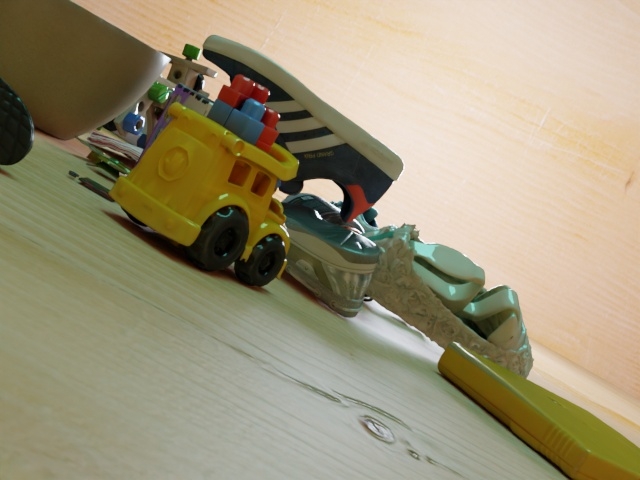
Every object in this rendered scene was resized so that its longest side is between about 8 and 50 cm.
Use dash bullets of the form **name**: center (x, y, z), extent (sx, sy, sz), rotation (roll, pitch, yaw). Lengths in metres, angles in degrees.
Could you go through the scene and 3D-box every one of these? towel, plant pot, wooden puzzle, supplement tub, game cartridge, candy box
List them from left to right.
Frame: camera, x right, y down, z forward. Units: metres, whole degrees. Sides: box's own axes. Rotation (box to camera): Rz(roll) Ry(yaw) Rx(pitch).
- **plant pot**: center (-0.397, -0.265, 1.751), extent (0.284, 0.191, 0.284), rotation (29, 3, -2)
- **wooden puzzle**: center (-0.271, -0.063, 1.409), extent (0.083, 0.006, 0.049), rotation (30, 3, -1)
- **towel**: center (-0.299, -0.138, 1.998), extent (0.144, 0.029, 0.197), rotation (21, 0, 21)
- **candy box**: center (-0.195, -0.131, 1.686), extent (0.070, 0.165, 0.196), rotation (26, 5, -25)
- **supplement tub**: center (0.000, 0.000, 1.819), extent (0.117, 0.117, 0.190), rotation (28, 4, -27)
- **game cartridge**: center (0.330, 0.257, 1.464), extent (0.285, 0.052, 0.324), rotation (28, 6, -28)

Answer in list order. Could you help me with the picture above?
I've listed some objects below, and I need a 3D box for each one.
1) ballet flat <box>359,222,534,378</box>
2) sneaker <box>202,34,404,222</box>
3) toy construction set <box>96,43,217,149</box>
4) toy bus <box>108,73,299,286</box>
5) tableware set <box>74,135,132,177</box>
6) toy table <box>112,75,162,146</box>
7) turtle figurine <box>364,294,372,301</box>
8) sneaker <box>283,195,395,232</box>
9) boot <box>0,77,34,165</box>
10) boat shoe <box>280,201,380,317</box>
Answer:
- **ballet flat**: center (0.213, 0.099, 1.717), extent (0.409, 0.147, 0.147), rotation (32, 2, -32)
- **sneaker**: center (-0.050, -0.156, 1.690), extent (0.350, 0.148, 0.131), rotation (36, 4, -9)
- **toy construction set**: center (-0.290, -0.278, 2.191), extent (0.257, 0.237, 0.309), rotation (31, -5, -40)
- **toy bus**: center (-0.101, -0.075, 1.329), extent (0.149, 0.211, 0.220), rotation (30, 2, 33)
- **tableware set**: center (-0.294, -0.100, 1.647), extent (0.104, 0.024, 0.154), rotation (31, 1, -39)
- **toy table**: center (-0.357, -0.275, 2.497), extent (0.274, 0.161, 0.252), rotation (32, 4, 19)
- **turtle figurine**: center (0.102, 0.069, 1.916), extent (0.217, 0.087, 0.269), rotation (36, -8, -24)
- **sneaker**: center (0.046, -0.028, 2.149), extent (0.283, 0.122, 0.110), rotation (33, 4, 33)
- **boot**: center (-0.382, -0.152, 1.231), extent (0.246, 0.083, 0.161), rotation (32, -2, 11)
- **boat shoe**: center (-0.038, 0.011, 1.657), extent (0.118, 0.103, 0.320), rotation (2, 16, -40)
